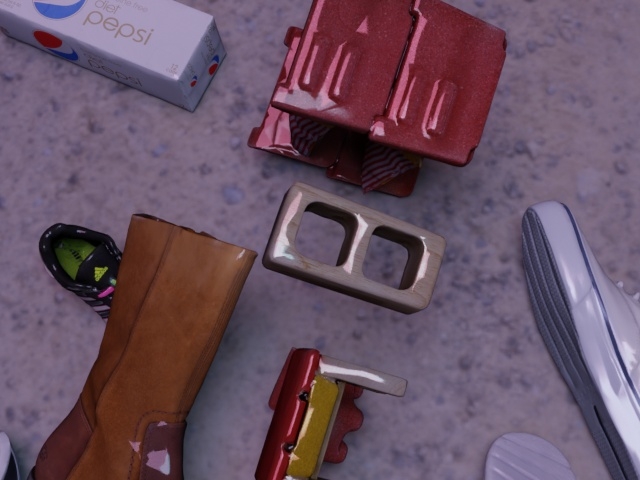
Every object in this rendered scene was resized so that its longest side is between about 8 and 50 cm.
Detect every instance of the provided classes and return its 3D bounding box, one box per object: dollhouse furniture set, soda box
[{"bbox_3d":[0.000,0.000,0.804,0.152,0.201,0.374,19,81,-7],"label":"dollhouse furniture set"},{"bbox_3d":[-0.202,-0.201,0.968,0.216,0.069,0.074,23,75,13],"label":"soda box"}]

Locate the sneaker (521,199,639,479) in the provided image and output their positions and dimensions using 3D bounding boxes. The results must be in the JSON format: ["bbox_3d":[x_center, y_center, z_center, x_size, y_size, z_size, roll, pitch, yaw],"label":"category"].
[{"bbox_3d":[0.240,0.083,0.825,0.091,0.094,0.258,-19,79,-10],"label":"sneaker"}]

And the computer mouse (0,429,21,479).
[{"bbox_3d":[-0.281,0.249,0.828,0.106,0.042,0.193,-2,63,42],"label":"computer mouse"}]

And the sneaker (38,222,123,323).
[{"bbox_3d":[-0.176,0.038,0.880,0.170,0.075,0.063,33,77,15],"label":"sneaker"}]

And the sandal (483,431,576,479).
[{"bbox_3d":[0.162,0.276,0.774,0.102,0.076,0.265,9,51,-6],"label":"sandal"}]

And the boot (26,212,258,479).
[{"bbox_3d":[-0.099,0.137,0.763,0.264,0.096,0.280,25,92,50],"label":"boot"}]
